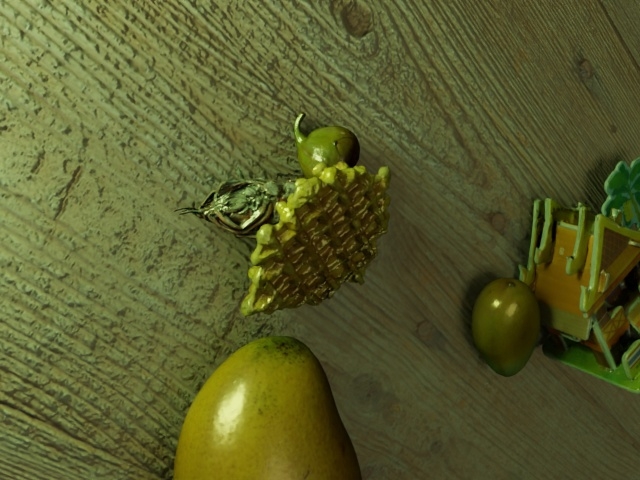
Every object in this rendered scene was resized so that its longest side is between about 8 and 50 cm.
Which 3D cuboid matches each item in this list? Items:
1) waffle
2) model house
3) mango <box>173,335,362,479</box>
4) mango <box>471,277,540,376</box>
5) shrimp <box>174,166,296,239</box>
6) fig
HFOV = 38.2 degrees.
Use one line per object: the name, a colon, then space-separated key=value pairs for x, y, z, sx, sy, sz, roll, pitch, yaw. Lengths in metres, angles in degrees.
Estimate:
waffle: x=0.000 y=0.000 z=1.215 sx=0.243 sy=0.059 sz=0.238 roll=-12 pitch=138 yaw=-46
model house: x=0.525 y=0.018 z=1.591 sx=0.357 sy=0.242 sz=0.313 roll=-42 pitch=125 yaw=-18
mango: x=-0.069 y=0.316 z=1.234 sx=0.263 sy=0.221 sz=0.378 roll=-7 pitch=101 yaw=-32
mango: x=0.313 y=0.147 z=1.558 sx=0.130 sy=0.092 sz=0.195 roll=-27 pitch=126 yaw=-31
shrimp: x=-0.095 y=-0.045 z=1.171 sx=0.190 sy=0.075 sz=0.073 roll=-3 pitch=141 yaw=-29
fig: x=0.001 y=-0.116 z=1.226 sx=0.098 sy=0.082 sz=0.084 roll=25 pitch=108 yaw=-3
